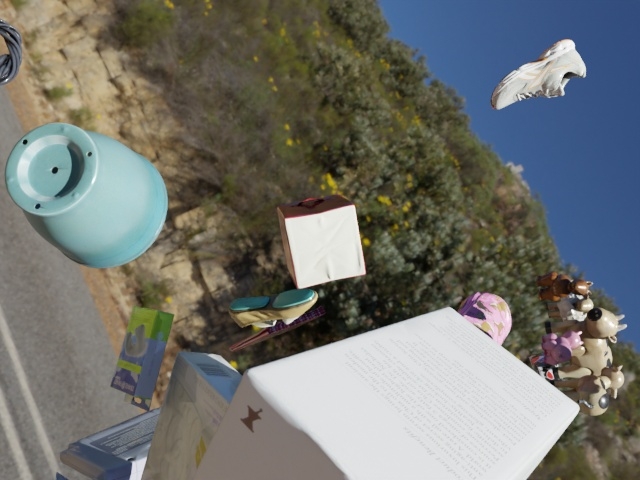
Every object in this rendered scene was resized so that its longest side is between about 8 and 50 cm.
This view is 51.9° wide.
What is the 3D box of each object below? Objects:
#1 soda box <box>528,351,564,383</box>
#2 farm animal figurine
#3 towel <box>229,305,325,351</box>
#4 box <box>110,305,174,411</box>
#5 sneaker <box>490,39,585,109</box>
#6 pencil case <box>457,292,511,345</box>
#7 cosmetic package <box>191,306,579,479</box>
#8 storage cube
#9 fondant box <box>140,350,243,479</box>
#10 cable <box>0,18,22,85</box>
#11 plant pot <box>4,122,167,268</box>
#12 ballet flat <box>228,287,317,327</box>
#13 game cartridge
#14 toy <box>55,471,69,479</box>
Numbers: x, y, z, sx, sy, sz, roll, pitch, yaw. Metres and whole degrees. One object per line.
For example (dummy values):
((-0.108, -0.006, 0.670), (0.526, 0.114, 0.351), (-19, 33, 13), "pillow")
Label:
((0.590, 0.335, 1.724), (0.169, 0.053, 0.060), (9, 63, -80), "soda box")
((0.597, 0.236, 1.473), (0.327, 0.172, 0.331), (44, 43, -58), "farm animal figurine")
((-0.132, 0.277, 2.067), (0.274, 0.198, 0.031), (-13, 76, -49), "towel")
((-0.332, 0.215, 1.217), (0.042, 0.178, 0.109), (22, -14, -38), "box")
((0.586, -0.419, 1.766), (0.121, 0.262, 0.099), (61, 16, 15), "sneaker")
((0.401, 0.264, 1.765), (0.160, 0.167, 0.386), (30, 24, 19), "pencil case")
((0.104, 0.231, 0.755), (0.230, 0.162, 0.453), (39, 23, 28), "cosmetic package")
((0.000, 0.000, 1.700), (0.193, 0.183, 0.215), (-129, -151, -76), "storage cube")
((-0.210, 0.391, 1.140), (0.238, 0.096, 0.331), (22, -82, 55), "fondant box")
((-0.610, -0.335, 1.162), (0.151, 0.184, 0.047), (55, -39, 5), "cable")
((-0.477, -0.101, 1.313), (0.255, 0.271, 0.272), (67, -2, -76), "plant pot")
((-0.100, 0.159, 1.507), (0.073, 0.232, 0.080), (68, 31, -25), "ballet flat")
((-0.394, 0.455, 1.467), (0.198, 0.297, 0.062), (12, -75, 36), "game cartridge")
((-0.489, 0.580, 1.316), (0.237, 0.056, 0.137), (67, 2, -46), "toy")
